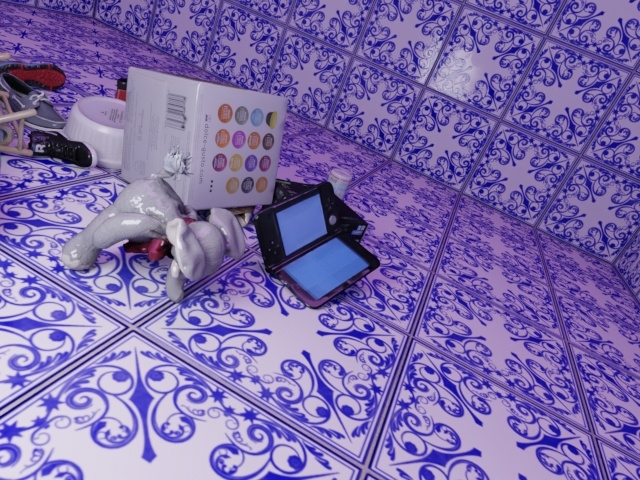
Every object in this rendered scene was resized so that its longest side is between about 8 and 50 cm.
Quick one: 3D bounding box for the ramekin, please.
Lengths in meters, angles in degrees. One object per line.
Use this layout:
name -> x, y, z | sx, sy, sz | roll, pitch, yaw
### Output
ramekin -> -0.672, -0.354, 1.530 | 0.273, 0.127, 0.272 | 18, 33, -12

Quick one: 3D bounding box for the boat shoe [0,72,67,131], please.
boat shoe -> -0.948, -0.450, 1.566 | 0.320, 0.099, 0.116 | 31, 24, 17

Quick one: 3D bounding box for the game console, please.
game console -> 0.000, 0.000, 1.298 | 0.173, 0.250, 0.293 | 11, 30, 44

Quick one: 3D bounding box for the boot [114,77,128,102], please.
boot -> -0.724, -0.580, 1.958 | 0.088, 0.176, 0.244 | 35, 24, 29

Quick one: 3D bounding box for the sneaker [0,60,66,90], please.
sneaker -> -1.123, -0.653, 1.838 | 0.125, 0.104, 0.262 | 33, 25, 26

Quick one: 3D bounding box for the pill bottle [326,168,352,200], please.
pill bottle -> 0.055, -0.191, 1.857 | 0.087, 0.160, 0.087 | 20, 24, -9

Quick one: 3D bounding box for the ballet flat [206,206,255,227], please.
ballet flat -> -0.259, -0.066, 1.445 | 0.206, 0.073, 0.067 | -20, 76, -55

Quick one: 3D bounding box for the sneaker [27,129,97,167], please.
sneaker -> -0.754, -0.255, 1.372 | 0.217, 0.079, 0.121 | 25, 25, 25

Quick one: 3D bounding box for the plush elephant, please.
plush elephant -> -0.309, 0.003, 1.013 | 0.255, 0.330, 0.272 | 50, 22, 12

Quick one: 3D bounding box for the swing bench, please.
swing bench -> -0.912, -0.354, 1.229 | 0.255, 0.165, 0.253 | -13, 62, -42

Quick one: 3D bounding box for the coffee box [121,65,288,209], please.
coffee box -> -0.347, -0.304, 1.434 | 0.338, 0.337, 0.334 | 23, 20, 35

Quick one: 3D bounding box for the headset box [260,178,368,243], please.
headset box -> -0.028, -0.082, 1.586 | 0.247, 0.131, 0.283 | 5, 29, -38
